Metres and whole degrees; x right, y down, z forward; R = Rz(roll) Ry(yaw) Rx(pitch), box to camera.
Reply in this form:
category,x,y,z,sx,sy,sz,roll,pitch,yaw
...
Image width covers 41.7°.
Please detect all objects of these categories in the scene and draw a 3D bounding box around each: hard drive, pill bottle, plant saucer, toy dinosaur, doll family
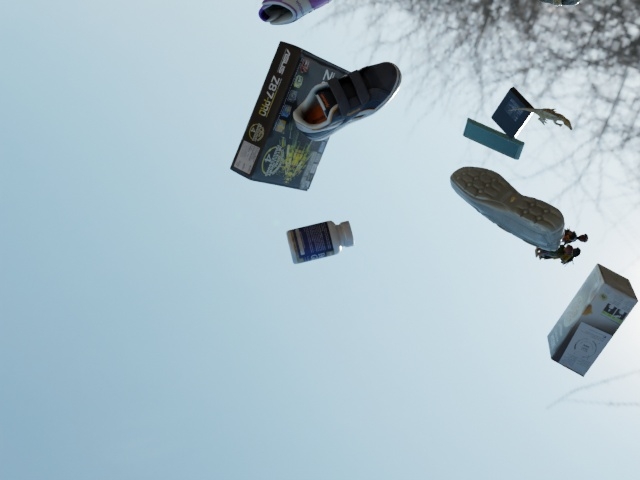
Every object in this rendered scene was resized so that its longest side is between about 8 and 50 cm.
category,x,y,z,sx,sy,sz,roll,pitch,yaw
hard drive,0.552,-0.365,2.416,0.022,0.135,0.094,-31,-107,-28
pill bottle,0.000,0.000,2.214,0.169,0.094,0.094,-14,-149,-1
plant saucer,0.519,-0.305,2.537,0.192,0.067,0.018,27,-135,18
toy dinosaur,0.621,-0.350,2.317,0.183,0.053,0.092,23,-172,27
doll family,0.621,0.009,2.151,0.111,0.076,0.193,-3,-146,26

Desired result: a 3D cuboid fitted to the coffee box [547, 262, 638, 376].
category,x,y,z,sx,sy,sz,roll,pitch,yaw
coffee box,0.686,0.201,2.133,0.098,0.246,0.141,28,-158,0

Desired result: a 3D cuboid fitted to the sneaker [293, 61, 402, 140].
category,x,y,z,sx,sy,sz,roll,pitch,yaw
sneaker,0.070,-0.388,2.296,0.127,0.321,0.126,24,-144,-62

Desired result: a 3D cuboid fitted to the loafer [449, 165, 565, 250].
category,x,y,z,sx,sy,sz,roll,pitch,yaw
loafer,0.432,-0.074,1.976,0.112,0.111,0.319,-36,-131,-18

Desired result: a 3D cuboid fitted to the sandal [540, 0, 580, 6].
category,x,y,z,sx,sy,sz,roll,pitch,yaw
sandal,0.591,-0.619,2.108,0.049,0.072,0.180,-27,-158,-15

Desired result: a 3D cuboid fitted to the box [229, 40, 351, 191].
category,x,y,z,sx,sy,sz,roll,pitch,yaw
box,-0.078,-0.353,2.468,0.097,0.395,0.318,27,-170,27

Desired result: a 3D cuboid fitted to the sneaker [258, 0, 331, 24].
category,x,y,z,sx,sy,sz,roll,pitch,yaw
sneaker,-0.102,-0.579,1.944,0.161,0.102,0.282,-38,-142,-12
